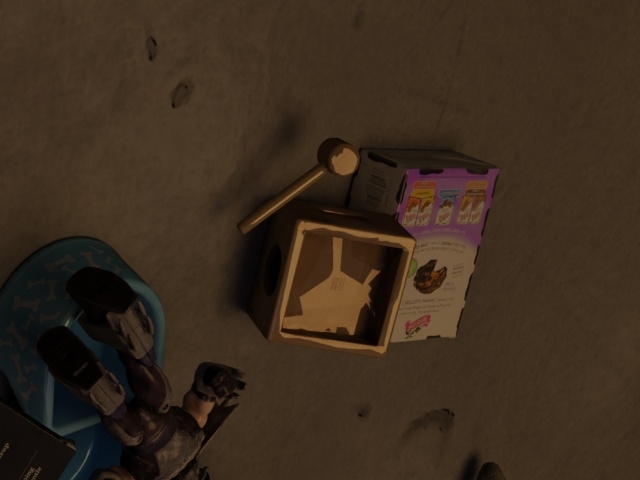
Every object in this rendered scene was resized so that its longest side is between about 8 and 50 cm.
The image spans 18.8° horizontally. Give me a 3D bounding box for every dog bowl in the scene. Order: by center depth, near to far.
[{"bbox_3d":[-0.217,0.147,1.749,0.166,0.074,0.297,-17,123,-44],"label":"dog bowl"}]

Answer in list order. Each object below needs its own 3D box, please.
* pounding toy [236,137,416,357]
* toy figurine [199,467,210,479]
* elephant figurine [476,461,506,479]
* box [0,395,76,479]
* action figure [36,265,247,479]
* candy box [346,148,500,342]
[{"bbox_3d":[-0.007,-0.007,1.891,0.181,0.094,0.206,9,105,-20],"label":"pounding toy"},{"bbox_3d":[-0.118,0.339,1.860,0.209,0.213,0.148,-34,121,-39],"label":"toy figurine"},{"bbox_3d":[0.162,0.418,2.308,0.169,0.186,0.239,-11,115,3],"label":"elephant figurine"},{"bbox_3d":[-0.414,0.211,1.468,0.343,0.179,0.312,-57,143,-10],"label":"box"},{"bbox_3d":[-0.155,0.154,1.689,0.185,0.099,0.285,-54,145,-22],"label":"action figure"},{"bbox_3d":[0.094,0.006,2.038,0.164,0.070,0.196,-2,110,-49],"label":"candy box"}]
